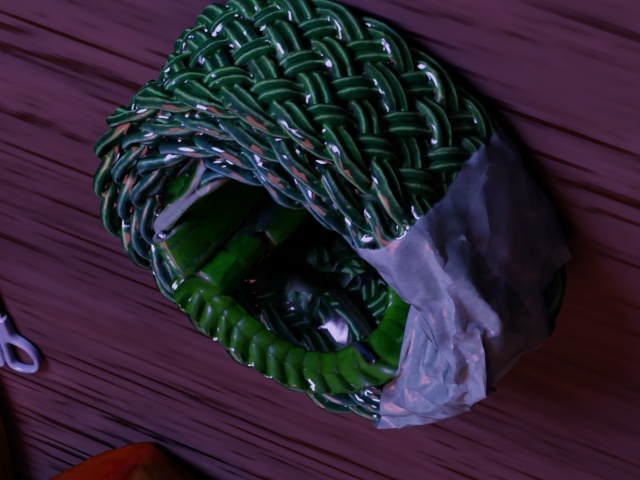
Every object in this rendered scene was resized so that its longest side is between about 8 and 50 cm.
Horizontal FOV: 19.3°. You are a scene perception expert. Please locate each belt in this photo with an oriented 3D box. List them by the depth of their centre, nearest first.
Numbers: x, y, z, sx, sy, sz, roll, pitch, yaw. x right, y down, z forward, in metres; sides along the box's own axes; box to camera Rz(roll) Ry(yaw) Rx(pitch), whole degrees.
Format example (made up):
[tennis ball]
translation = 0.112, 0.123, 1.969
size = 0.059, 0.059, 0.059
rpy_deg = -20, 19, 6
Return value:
[belt]
translation = 0.000, 0.000, 0.584
size = 0.151, 0.079, 0.121
rpy_deg = 38, 144, -11

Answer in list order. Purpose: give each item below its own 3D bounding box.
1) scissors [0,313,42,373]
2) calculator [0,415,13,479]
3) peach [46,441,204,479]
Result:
[scissors]
translation = -0.137, 0.027, 0.782
size = 0.036, 0.006, 0.083
rpy_deg = 16, 142, 17
[calculator]
translation = -0.218, 0.089, 0.894
size = 0.157, 0.033, 0.236
rpy_deg = 24, 142, 12
[peach]
translation = -0.104, 0.291, 0.831
size = 0.242, 0.380, 0.306
rpy_deg = -8, 156, 40
